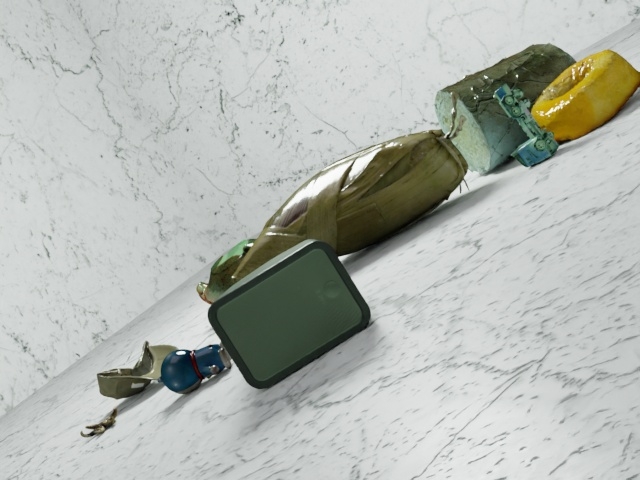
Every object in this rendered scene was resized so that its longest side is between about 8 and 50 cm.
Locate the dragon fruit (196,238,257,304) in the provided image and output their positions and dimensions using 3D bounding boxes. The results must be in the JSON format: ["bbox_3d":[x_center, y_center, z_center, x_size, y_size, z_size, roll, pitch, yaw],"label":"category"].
[{"bbox_3d":[-0.200,0.093,2.172,0.268,0.130,0.295,-39,16,9],"label":"dragon fruit"}]

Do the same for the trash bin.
[{"bbox_3d":[-0.055,0.099,1.412,0.223,0.158,0.343,-32,6,1],"label":"trash bin"}]

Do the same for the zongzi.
[{"bbox_3d":[0.094,-0.062,1.774,0.500,0.218,0.467,-22,18,48],"label":"zongzi"}]

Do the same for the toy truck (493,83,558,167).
[{"bbox_3d":[0.410,-0.236,1.680,0.081,0.175,0.067,-35,4,40],"label":"toy truck"}]

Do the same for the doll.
[{"bbox_3d":[-0.247,0.246,1.581,0.152,0.085,0.114,-22,18,2],"label":"doll"}]

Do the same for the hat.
[{"bbox_3d":[-0.404,0.322,1.887,0.173,0.144,0.166,23,36,25],"label":"hat"}]

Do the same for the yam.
[{"bbox_3d":[0.447,-0.323,1.941,0.348,0.241,0.241,-31,6,-20],"label":"yam"}]

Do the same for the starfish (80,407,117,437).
[{"bbox_3d":[-0.464,0.391,1.732,0.091,0.028,0.078,-25,15,33],"label":"starfish"}]

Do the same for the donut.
[{"bbox_3d":[0.569,-0.303,1.751,0.253,0.118,0.253,-42,14,13],"label":"donut"}]
